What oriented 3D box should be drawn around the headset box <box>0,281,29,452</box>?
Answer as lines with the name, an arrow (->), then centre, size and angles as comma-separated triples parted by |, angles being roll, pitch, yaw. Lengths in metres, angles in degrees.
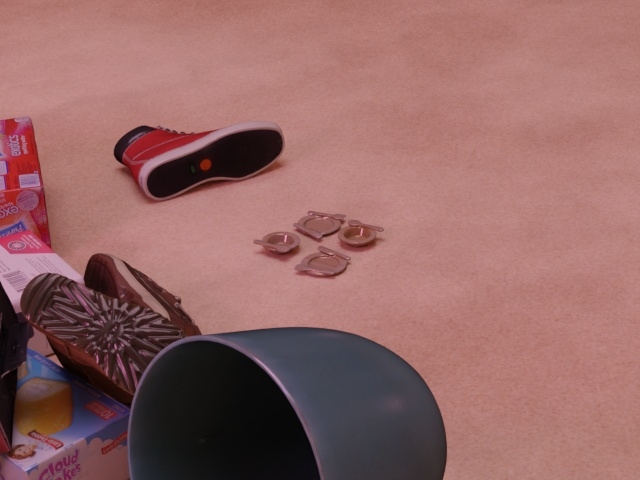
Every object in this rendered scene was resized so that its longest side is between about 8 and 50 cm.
headset box -> -0.461, 0.151, 1.806 | 0.293, 0.110, 0.218 | -13, 35, 3

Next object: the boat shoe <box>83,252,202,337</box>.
boat shoe -> -0.228, 0.093, 2.111 | 0.095, 0.095, 0.257 | 10, 18, -31

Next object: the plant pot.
plant pot -> -0.015, 0.218, 1.658 | 0.235, 0.293, 0.293 | -12, 27, -44

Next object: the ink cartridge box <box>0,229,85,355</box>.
ink cartridge box -> -0.441, 0.089, 2.099 | 0.237, 0.100, 0.172 | -18, 32, -29

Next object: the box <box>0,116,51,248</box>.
box -> -0.467, -0.072, 2.373 | 0.128, 0.123, 0.257 | -8, 29, -11

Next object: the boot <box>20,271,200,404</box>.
boot -> -0.218, 0.139, 1.864 | 0.236, 0.269, 0.089 | 33, 75, 14

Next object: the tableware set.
tableware set -> 0.000, 0.000, 2.314 | 0.141, 0.020, 0.168 | 17, 35, 32

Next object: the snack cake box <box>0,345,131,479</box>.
snack cake box -> -0.348, 0.213, 1.878 | 0.152, 0.089, 0.264 | -26, 36, -37

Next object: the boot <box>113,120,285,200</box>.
boot -> -0.191, -0.152, 2.545 | 0.244, 0.088, 0.176 | -17, 30, -19
